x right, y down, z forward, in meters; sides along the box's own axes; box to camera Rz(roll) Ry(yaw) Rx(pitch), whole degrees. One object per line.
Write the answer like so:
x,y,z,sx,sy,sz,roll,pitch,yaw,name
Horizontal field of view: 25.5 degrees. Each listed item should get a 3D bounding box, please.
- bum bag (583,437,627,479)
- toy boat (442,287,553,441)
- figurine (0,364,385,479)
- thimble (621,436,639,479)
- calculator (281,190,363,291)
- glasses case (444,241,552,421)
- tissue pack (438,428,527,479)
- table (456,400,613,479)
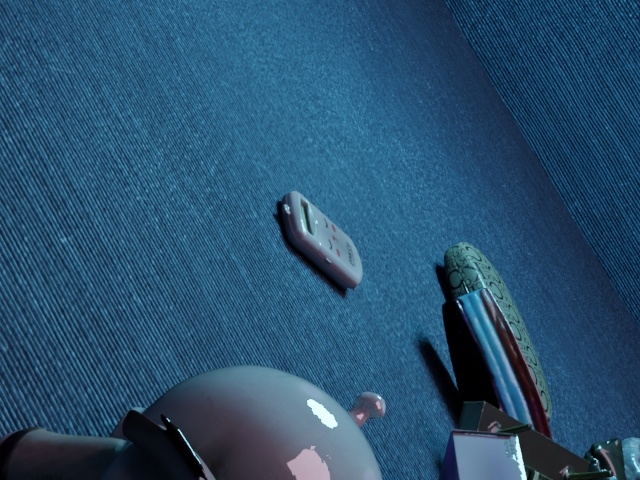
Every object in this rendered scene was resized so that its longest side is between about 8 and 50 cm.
0.419,0.435,2.113,0.142,0.080,0.326,45,46,-36,bum bag
0.273,0.266,2.128,0.079,0.136,0.392,-7,74,-43,toy boat
-0.078,0.226,1.170,0.253,0.211,0.361,63,21,14,figurine
0.500,0.448,2.322,0.236,0.172,0.205,31,29,-57,thimble
0.000,0.000,1.983,0.175,0.032,0.100,42,25,-38,calculator
0.298,0.157,2.392,0.137,0.085,0.354,32,32,-50,glasses case
0.199,0.362,1.711,0.246,0.092,0.148,-92,-170,-55,tissue pack
0.302,0.325,1.978,0.240,0.111,0.121,31,66,-34,table
